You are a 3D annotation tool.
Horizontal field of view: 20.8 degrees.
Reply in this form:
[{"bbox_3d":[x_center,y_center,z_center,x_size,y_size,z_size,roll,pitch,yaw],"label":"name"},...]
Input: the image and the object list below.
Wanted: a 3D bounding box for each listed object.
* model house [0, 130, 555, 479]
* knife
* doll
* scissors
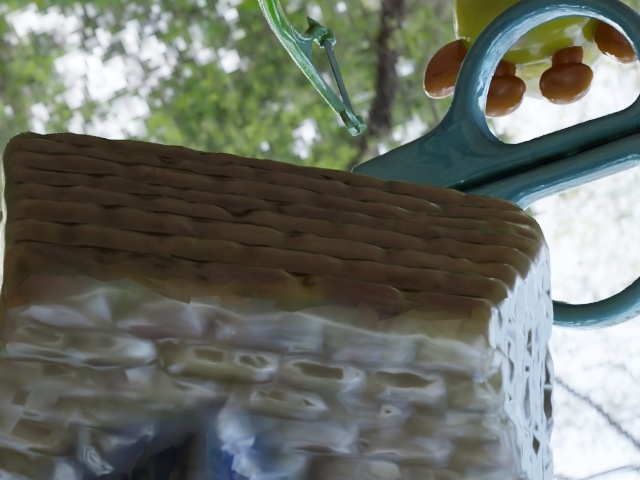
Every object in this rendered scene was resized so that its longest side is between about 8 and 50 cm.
[{"bbox_3d":[-0.017,0.124,0.587,0.261,0.266,0.321,8,-109,-12],"label":"model house"},{"bbox_3d":[-0.015,-0.113,0.892,0.022,0.166,0.078,-27,-119,7],"label":"knife"},{"bbox_3d":[0.138,-0.174,1.124,0.143,0.135,0.221,-6,-122,19],"label":"doll"},{"bbox_3d":[0.000,0.000,1.017,0.447,0.029,0.192,-18,-109,26],"label":"scissors"}]
